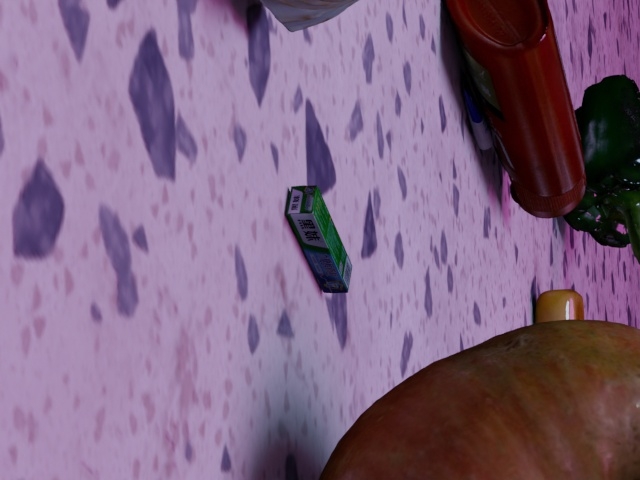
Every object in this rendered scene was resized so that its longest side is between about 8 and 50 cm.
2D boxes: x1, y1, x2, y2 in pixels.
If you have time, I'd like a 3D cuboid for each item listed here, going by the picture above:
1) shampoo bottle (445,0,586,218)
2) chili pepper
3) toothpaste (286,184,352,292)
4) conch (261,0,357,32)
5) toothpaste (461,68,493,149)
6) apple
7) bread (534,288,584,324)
[{"bbox_3d":[0.178,-0.123,1.497,0.118,0.076,0.314,56,-3,31],"label":"shampoo bottle"},{"bbox_3d":[0.363,-0.066,1.989,0.165,0.174,0.261,31,41,-28],"label":"chili pepper"},{"bbox_3d":[0.000,0.000,0.962,0.083,0.017,0.020,65,29,-53],"label":"toothpaste"},{"bbox_3d":[0.002,-0.172,0.862,0.135,0.102,0.153,92,6,-51],"label":"conch"},{"bbox_3d":[0.132,-0.111,1.472,0.083,0.015,0.024,65,18,-44],"label":"toothpaste"},{"bbox_3d":[0.117,0.202,0.903,0.250,0.277,0.309,116,-6,-74],"label":"apple"},{"bbox_3d":[0.250,0.103,1.788,0.062,0.049,0.103,16,73,-65],"label":"bread"}]
